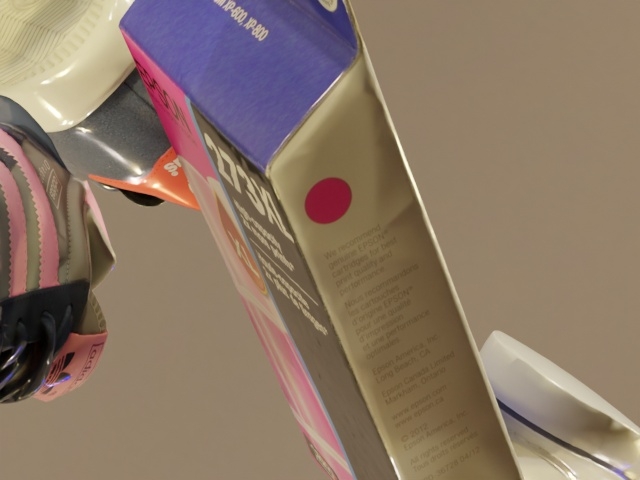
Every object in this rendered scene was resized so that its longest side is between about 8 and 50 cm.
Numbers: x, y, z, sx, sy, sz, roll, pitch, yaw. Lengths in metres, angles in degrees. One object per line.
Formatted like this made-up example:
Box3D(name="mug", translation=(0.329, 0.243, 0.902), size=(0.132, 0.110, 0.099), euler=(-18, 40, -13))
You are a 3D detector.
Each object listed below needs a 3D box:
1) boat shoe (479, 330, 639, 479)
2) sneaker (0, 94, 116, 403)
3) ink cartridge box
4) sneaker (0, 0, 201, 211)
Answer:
Box3D(name="boat shoe", translation=(0.115, 0.118, 1.004), size=(0.088, 0.096, 0.267), euler=(-54, -16, -3))
Box3D(name="sneaker", translation=(-0.142, 0.028, 0.782), size=(0.131, 0.319, 0.112), euler=(43, -71, -16))
Box3D(name="ink cartridge box", translation=(0.000, 0.000, 0.856), size=(0.069, 0.176, 0.371), euler=(-28, -56, -12))
Box3D(name="sneaker", translation=(-0.136, -0.100, 1.149), size=(0.131, 0.350, 0.148), euler=(-47, -64, 3))
